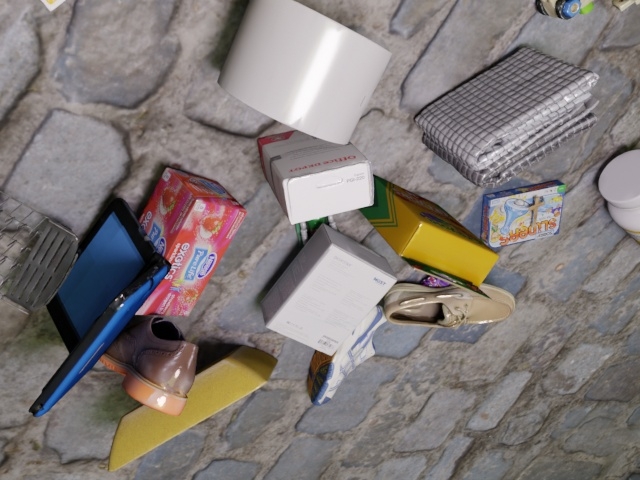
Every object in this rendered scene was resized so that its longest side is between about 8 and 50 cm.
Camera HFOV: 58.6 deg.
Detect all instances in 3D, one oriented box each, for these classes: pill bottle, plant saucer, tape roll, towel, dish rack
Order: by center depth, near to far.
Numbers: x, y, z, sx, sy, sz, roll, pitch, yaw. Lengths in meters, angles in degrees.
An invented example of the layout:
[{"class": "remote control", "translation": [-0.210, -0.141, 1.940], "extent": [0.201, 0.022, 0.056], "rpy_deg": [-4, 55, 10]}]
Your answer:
[{"class": "tape roll", "translation": [-0.029, -0.289, 0.950], "extent": [0.246, 0.246, 0.169], "rpy_deg": [19, 110, -26]}, {"class": "dish rack", "translation": [-0.578, 0.010, 0.994], "extent": [0.272, 0.074, 0.208], "rpy_deg": [33, 104, -14]}, {"class": "towel", "translation": [0.363, -0.241, 1.116], "extent": [0.284, 0.235, 0.121], "rpy_deg": [-33, 126, 1]}, {"class": "plant saucer", "translation": [-0.261, 0.322, 1.195], "extent": [0.333, 0.333, 0.081], "rpy_deg": [-29, 87, -3]}, {"class": "pill bottle", "translation": [0.830, -0.077, 1.387], "extent": [0.334, 0.188, 0.188], "rpy_deg": [31, 104, -30]}]

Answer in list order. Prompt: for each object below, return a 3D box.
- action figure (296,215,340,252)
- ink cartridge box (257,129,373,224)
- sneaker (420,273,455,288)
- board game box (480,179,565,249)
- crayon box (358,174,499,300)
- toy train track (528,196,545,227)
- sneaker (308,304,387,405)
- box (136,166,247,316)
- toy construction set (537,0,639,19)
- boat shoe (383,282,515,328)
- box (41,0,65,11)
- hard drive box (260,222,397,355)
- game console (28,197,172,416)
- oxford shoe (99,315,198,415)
[{"class": "action figure", "translation": [0.000, 0.000, 1.223], "extent": [0.137, 0.063, 0.232], "rpy_deg": [-17, 117, -6]}, {"class": "ink cartridge box", "translation": [-0.013, -0.130, 1.053], "extent": [0.159, 0.218, 0.092], "rpy_deg": [-14, 120, -11]}, {"class": "sneaker", "translation": [0.278, 0.102, 1.367], "extent": [0.071, 0.068, 0.169], "rpy_deg": [12, 113, -18]}, {"class": "board game box", "translation": [0.484, -0.061, 1.367], "extent": [0.201, 0.035, 0.136], "rpy_deg": [-13, 120, -12]}, {"class": "crayon box", "translation": [0.209, -0.016, 1.130], "extent": [0.202, 0.318, 0.081], "rpy_deg": [21, 108, -27]}, {"class": "toy train track", "translation": [0.503, -0.068, 1.341], "extent": [0.048, 0.014, 0.083], "rpy_deg": [-20, 127, -16]}, {"class": "sneaker", "translation": [0.067, 0.277, 1.360], "extent": [0.131, 0.112, 0.296], "rpy_deg": [13, 112, -25]}, {"class": "box", "translation": [-0.269, 0.009, 1.075], "extent": [0.128, 0.123, 0.256], "rpy_deg": [13, 114, -52]}, {"class": "toy construction set", "translation": [0.486, -0.545, 1.057], "extent": [0.328, 0.151, 0.215], "rpy_deg": [40, 99, -20]}, {"class": "boat shoe", "translation": [0.298, 0.161, 1.316], "extent": [0.303, 0.098, 0.109], "rpy_deg": [3, 121, 4]}, {"class": "box", "translation": [-0.357, -0.447, 0.836], "extent": [0.203, 0.103, 0.114], "rpy_deg": [-37, 122, 2]}, {"class": "hard drive box", "translation": [0.015, 0.108, 1.197], "extent": [0.181, 0.089, 0.232], "rpy_deg": [29, 110, -28]}, {"class": "game console", "translation": [-0.413, 0.104, 0.977], "extent": [0.173, 0.250, 0.293], "rpy_deg": [40, 109, -5]}, {"class": "oxford shoe", "translation": [-0.318, 0.206, 1.074], "extent": [0.130, 0.364, 0.132], "rpy_deg": [33, 78, -35]}]
